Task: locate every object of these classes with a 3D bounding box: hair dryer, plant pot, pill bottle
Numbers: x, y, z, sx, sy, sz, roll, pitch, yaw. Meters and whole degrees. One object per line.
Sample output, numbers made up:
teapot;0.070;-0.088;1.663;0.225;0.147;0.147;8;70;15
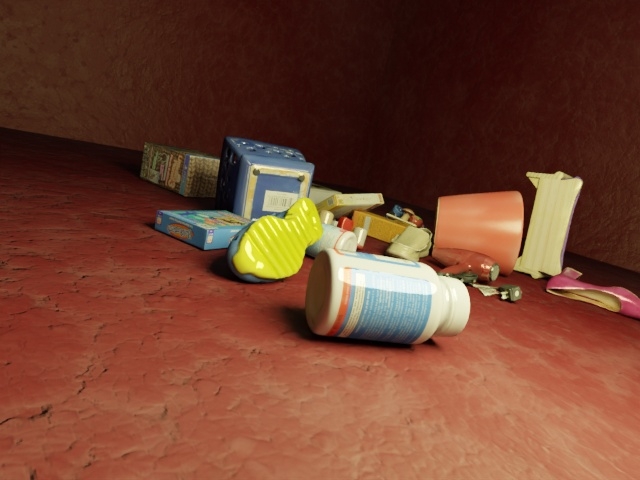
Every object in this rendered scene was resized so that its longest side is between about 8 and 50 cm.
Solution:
hair dryer;0.375;0.068;1.115;0.224;0.080;0.293;11;11;-6
plant pot;0.495;-0.035;1.357;0.243;0.275;0.275;6;10;14
pill bottle;0.099;0.087;0.612;0.221;0.124;0.124;10;12;-16
plant pot;-0.152;-0.143;1.171;0.236;0.236;0.212;4;20;-26
pill bottle;0.000;0.000;1.001;0.160;0.087;0.087;20;14;30

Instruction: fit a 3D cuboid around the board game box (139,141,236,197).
board game box;-0.485;-0.260;1.564;0.291;0.141;0.232;21;14;34

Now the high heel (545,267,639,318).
high heel;0.772;0.165;1.177;0.117;0.082;0.244;-31;50;-26

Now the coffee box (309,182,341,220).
coffee box;-0.082;-0.178;1.677;0.168;0.118;0.297;2;16;-42

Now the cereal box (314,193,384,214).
cereal box;0.091;-0.122;1.529;0.240;0.047;0.173;-6;-12;-39

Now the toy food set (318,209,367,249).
toy food set;0.035;-0.006;1.135;0.111;0.104;0.232;6;-15;47

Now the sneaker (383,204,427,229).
sneaker;0.343;-0.054;1.672;0.232;0.090;0.081;32;29;-28

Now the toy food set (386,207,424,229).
toy food set;0.338;-0.065;1.538;0.128;0.071;0.218;24;-8;32

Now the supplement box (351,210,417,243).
supplement box;0.222;-0.041;1.476;0.233;0.080;0.078;20;14;38

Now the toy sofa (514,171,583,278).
toy sofa;0.789;-0.050;1.447;0.177;0.362;0.150;15;9;43

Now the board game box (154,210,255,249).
board game box;-0.243;-0.029;0.969;0.160;0.047;0.210;19;13;29

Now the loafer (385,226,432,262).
loafer;0.271;0.006;1.263;0.102;0.092;0.268;18;13;23

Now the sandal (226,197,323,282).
sandal;-0.101;0.008;0.845;0.138;0.126;0.317;-20;6;23
